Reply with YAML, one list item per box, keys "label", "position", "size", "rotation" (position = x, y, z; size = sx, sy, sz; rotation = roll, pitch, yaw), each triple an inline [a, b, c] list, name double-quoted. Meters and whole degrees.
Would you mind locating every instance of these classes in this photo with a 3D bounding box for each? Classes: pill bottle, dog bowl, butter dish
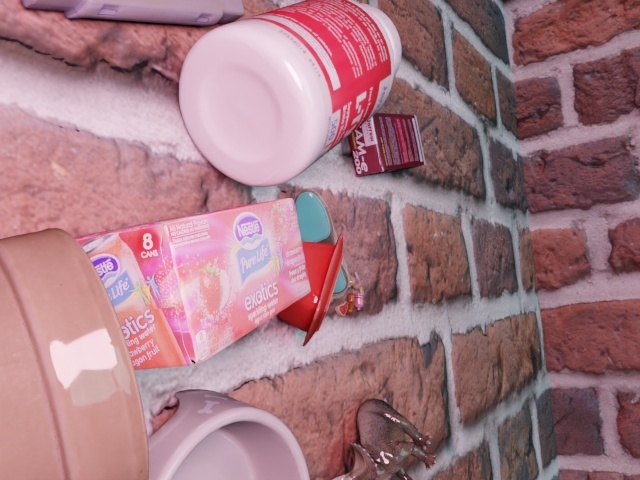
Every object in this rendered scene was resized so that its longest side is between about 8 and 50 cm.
- label: "pill bottle"
  position: [-0.018, -0.266, 0.885]
  size: [0.407, 0.229, 0.229]
  rotation: [-46, 120, -49]
- label: "dog bowl"
  position: [-0.137, 0.368, 0.687]
  size: [0.349, 0.102, 0.348]
  rotation: [16, 71, -53]
- label: "butter dish"
  position: [-0.037, 0.070, 0.893]
  size: [0.160, 0.118, 0.160]
  rotation: [106, 3, -60]

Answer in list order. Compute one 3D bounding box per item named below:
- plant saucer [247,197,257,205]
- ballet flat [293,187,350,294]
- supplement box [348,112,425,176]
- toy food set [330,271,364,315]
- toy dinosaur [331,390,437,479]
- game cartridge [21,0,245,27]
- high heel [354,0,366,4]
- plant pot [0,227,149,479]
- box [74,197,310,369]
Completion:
- label: "plant saucer"
  position: [-0.100, -0.006, 0.845]
  size: [0.119, 0.021, 0.119]
  rotation: [168, -90, -81]
- label: "ballet flat"
  position: [0.000, 0.000, 1.010]
  size: [0.068, 0.072, 0.213]
  rotation: [-81, 153, -72]
- label: "supplement box"
  position: [0.158, -0.224, 1.264]
  size: [0.239, 0.073, 0.130]
  rotation: [-16, 95, -56]
- label: "toy food set"
  position: [0.062, 0.113, 1.098]
  size: [0.122, 0.019, 0.078]
  rotation: [-40, 115, -51]
- label: "toy dinosaur"
  position: [0.126, 0.371, 1.041]
  size: [0.160, 0.121, 0.313]
  rotation: [33, 34, -7]
- label: "game cartridge"
  position: [-0.257, -0.410, 0.727]
  size: [0.355, 0.068, 0.230]
  rotation: [-27, 109, -54]
- label: "high heel"
  position: [0.047, -0.538, 1.203]
  size: [0.261, 0.093, 0.186]
  rotation: [55, 14, -10]
- label: "plant pot"
  position: [-0.294, 0.137, 0.424]
  size: [0.229, 0.263, 0.263]
  rotation: [-14, 95, -36]
- label: "box"
  position: [-0.142, 0.038, 0.655]
  size: [0.300, 0.154, 0.142]
  rotation: [-23, 104, -67]
